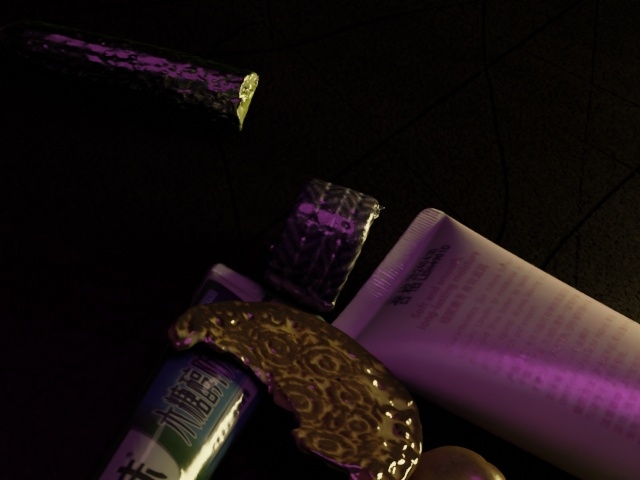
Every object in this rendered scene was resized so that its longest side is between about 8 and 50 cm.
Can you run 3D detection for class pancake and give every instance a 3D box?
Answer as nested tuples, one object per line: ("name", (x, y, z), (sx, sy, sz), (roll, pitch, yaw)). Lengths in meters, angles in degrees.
("pancake", (-0.011, 0.108, 1.164), (0.184, 0.020, 0.190), (9, 35, -31))

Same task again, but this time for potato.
("potato", (0.084, 0.199, 1.147), (0.092, 0.070, 0.138), (15, 30, 10))

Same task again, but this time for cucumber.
("cucumber", (-0.158, -0.140, 1.374), (0.215, 0.052, 0.058), (15, 25, -10))

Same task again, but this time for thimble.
("thimble", (0.001, -0.002, 1.279), (0.066, 0.095, 0.104), (26, 33, 1))

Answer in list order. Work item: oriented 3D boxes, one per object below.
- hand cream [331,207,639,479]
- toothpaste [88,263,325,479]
("hand cream", (0.192, 0.109, 1.268), (0.359, 0.118, 0.185), (28, 50, 14))
("toothpaste", (-0.100, 0.141, 1.125), (0.099, 0.061, 0.392), (28, 39, 3))
